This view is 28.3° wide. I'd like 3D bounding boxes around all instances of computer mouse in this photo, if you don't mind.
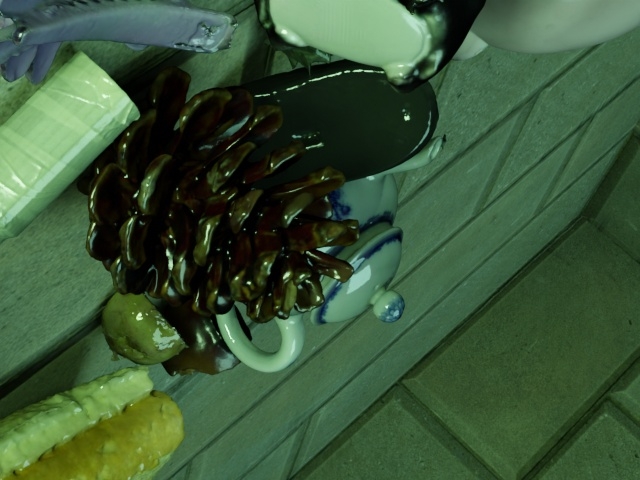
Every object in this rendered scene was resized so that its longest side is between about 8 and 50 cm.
[{"bbox_3d":[-0.001,-0.128,1.413,0.269,0.137,0.086,-15,-165,10],"label":"computer mouse"}]

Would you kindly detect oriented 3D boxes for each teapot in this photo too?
[{"bbox_3d":[-0.256,-0.068,1.126,0.200,0.077,0.107,-46,177,-9],"label":"teapot"},{"bbox_3d":[0.000,0.000,1.570,0.252,0.280,0.424,-20,150,-56],"label":"teapot"}]

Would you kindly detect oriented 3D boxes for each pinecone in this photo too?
[{"bbox_3d":[-0.103,-0.038,1.237,0.244,0.309,0.244,-55,156,-38],"label":"pinecone"}]

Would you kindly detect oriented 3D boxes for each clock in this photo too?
[{"bbox_3d":[0.317,-0.379,1.538,0.376,0.250,0.368,-40,163,-24],"label":"clock"}]

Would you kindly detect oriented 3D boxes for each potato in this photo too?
[{"bbox_3d":[-0.230,0.126,1.621,0.089,0.100,0.172,-39,166,-9],"label":"potato"}]

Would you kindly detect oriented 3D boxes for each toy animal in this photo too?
[{"bbox_3d":[0.046,-0.299,1.091,0.251,0.251,0.310,-41,164,-22],"label":"toy animal"}]

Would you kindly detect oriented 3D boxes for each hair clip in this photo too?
[{"bbox_3d":[-0.187,-0.181,1.028,0.278,0.090,0.137,-12,143,-56],"label":"hair clip"}]

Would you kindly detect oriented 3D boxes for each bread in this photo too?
[{"bbox_3d":[-0.361,0.299,1.533,0.375,0.165,0.236,-28,172,-45],"label":"bread"}]

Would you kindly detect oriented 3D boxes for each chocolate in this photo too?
[{"bbox_3d":[-0.171,0.139,1.752,0.133,0.127,0.124,-32,161,23],"label":"chocolate"}]

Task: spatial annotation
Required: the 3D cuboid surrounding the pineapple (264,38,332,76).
[{"bbox_3d":[0.055,-0.266,1.380,0.248,0.128,0.128,-34,160,-28],"label":"pineapple"}]
